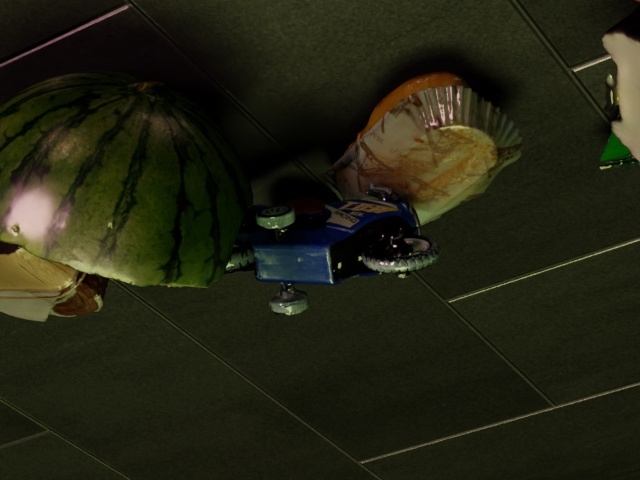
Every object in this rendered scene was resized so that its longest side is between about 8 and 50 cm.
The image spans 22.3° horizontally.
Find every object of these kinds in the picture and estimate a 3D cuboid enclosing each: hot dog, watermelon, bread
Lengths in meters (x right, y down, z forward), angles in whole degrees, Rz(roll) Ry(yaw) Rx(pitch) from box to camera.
[{"bbox_3d":[0.112,-0.094,1.798,0.162,0.082,0.270,23,147,-16],"label":"hot dog"},{"bbox_3d":[-0.217,-0.084,1.677,0.330,0.189,0.331,19,-173,-2],"label":"watermelon"},{"bbox_3d":[-0.340,0.009,1.894,0.224,0.142,0.212,-1,160,31],"label":"bread"}]

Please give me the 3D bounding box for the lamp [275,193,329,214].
[{"bbox_3d":[-0.018,-0.009,1.908,0.101,0.090,0.101,-1,145,-1],"label":"lamp"}]

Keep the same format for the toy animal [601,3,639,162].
[{"bbox_3d":[0.411,-0.175,1.563,0.266,0.212,0.213,-33,153,-22],"label":"toy animal"}]

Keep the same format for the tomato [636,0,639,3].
[{"bbox_3d":[0.343,-0.319,1.443,0.227,0.112,0.199,0,127,10],"label":"tomato"}]

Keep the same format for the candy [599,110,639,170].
[{"bbox_3d":[0.376,-0.138,1.736,0.141,0.078,0.203,-2,151,3],"label":"candy"}]

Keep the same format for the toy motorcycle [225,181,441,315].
[{"bbox_3d":[0.000,0.000,1.776,0.315,0.169,0.113,1,111,28],"label":"toy motorcycle"}]
